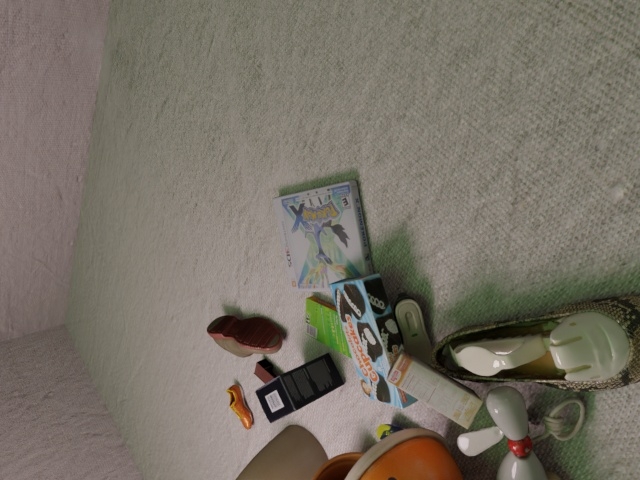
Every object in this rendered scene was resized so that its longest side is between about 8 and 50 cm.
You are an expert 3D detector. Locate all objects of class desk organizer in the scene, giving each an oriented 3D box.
[{"bbox_3d":[-0.170,0.468,1.714,0.130,0.047,0.050,32,119,36],"label":"desk organizer"}]

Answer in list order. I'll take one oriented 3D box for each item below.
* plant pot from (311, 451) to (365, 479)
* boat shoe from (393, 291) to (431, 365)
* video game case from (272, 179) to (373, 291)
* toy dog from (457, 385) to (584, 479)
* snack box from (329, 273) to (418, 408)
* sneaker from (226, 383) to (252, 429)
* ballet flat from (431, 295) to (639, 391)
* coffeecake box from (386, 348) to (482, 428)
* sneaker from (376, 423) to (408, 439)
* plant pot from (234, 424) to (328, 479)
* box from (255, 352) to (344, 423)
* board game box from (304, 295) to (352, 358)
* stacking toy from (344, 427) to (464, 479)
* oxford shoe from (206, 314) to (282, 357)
[{"bbox_3d":[0.084,0.772,1.392,0.291,0.291,0.203,50,147,24],"label":"plant pot"},{"bbox_3d":[0.226,0.245,1.249,0.079,0.084,0.233,-120,20,-74],"label":"boat shoe"},{"bbox_3d":[0.000,0.000,1.425,0.329,0.036,0.299,-7,96,46],"label":"video game case"},{"bbox_3d":[0.404,0.447,1.051,0.161,0.220,0.333,-148,61,-73],"label":"toy dog"},{"bbox_3d":[0.130,0.250,1.259,0.187,0.060,0.321,-20,88,65],"label":"snack box"},{"bbox_3d":[-0.312,0.638,1.887,0.064,0.067,0.175,-34,78,43],"label":"sneaker"},{"bbox_3d":[0.419,0.214,0.947,0.483,0.182,0.163,-21,74,46],"label":"ballet flat"},{"bbox_3d":[0.241,0.314,1.076,0.186,0.142,0.068,29,88,12],"label":"coffeecake box"},{"bbox_3d":[0.225,0.528,1.330,0.144,0.059,0.053,16,81,26],"label":"sneaker"},{"bbox_3d":[-0.147,0.781,1.609,0.257,0.274,0.256,15,111,43],"label":"plant pot"},{"bbox_3d":[-0.059,0.436,1.477,0.153,0.207,0.108,-42,70,42],"label":"box"},{"bbox_3d":[0.055,0.260,1.439,0.259,0.039,0.124,20,115,43],"label":"board game box"},{"bbox_3d":[0.280,0.659,1.024,0.480,0.351,0.350,28,121,54],"label":"stacking toy"},{"bbox_3d":[-0.246,0.348,1.736,0.348,0.123,0.130,5,130,43],"label":"oxford shoe"}]
